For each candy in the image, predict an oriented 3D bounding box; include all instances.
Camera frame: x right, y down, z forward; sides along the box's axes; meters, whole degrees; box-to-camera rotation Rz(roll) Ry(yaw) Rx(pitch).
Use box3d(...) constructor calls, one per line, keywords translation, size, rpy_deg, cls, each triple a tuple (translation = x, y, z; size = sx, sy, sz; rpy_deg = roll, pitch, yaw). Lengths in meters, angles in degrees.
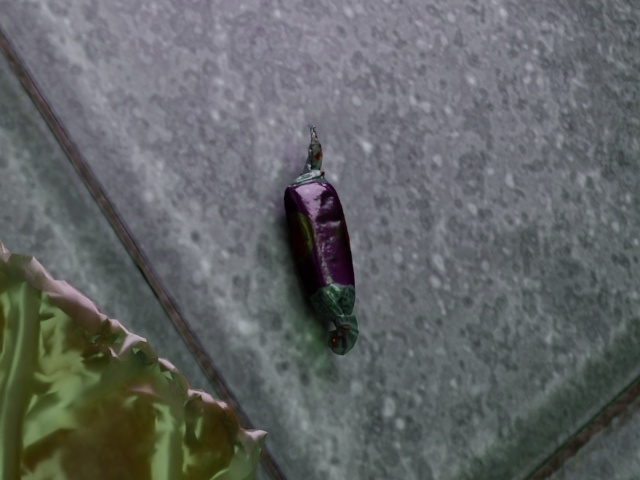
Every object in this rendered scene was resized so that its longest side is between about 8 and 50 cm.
box3d(translation=(0.000, 0.000, 1.315), size=(0.043, 0.045, 0.175), rpy_deg=(-4, 71, -25), cls="candy")

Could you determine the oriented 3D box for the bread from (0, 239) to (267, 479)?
box3d(translation=(-0.279, 0.158, 0.864), size=(0.371, 0.279, 0.390), rpy_deg=(40, 55, -19), cls="bread")
